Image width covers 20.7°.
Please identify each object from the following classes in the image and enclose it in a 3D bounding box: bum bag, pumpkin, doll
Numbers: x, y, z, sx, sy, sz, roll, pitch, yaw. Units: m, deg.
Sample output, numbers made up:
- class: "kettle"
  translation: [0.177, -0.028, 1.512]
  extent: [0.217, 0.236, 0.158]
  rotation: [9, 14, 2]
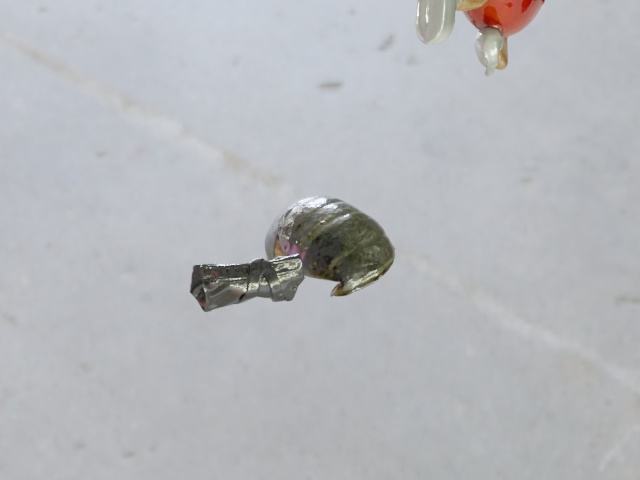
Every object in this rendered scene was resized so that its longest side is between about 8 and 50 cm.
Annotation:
- class: "bum bag"
  translation: [-0.079, 0.045, 1.872]
  extent: [0.124, 0.057, 0.034]
  rotation: [-6, 22, -7]
- class: "pumpkin"
  translation: [0.000, 0.000, 2.095]
  extent: [0.119, 0.107, 0.183]
  rotation: [-33, 20, -30]
- class: "doll"
  translation: [0.139, -0.222, 1.399]
  extent: [0.085, 0.217, 0.183]
  rotation: [5, 91, 24]
